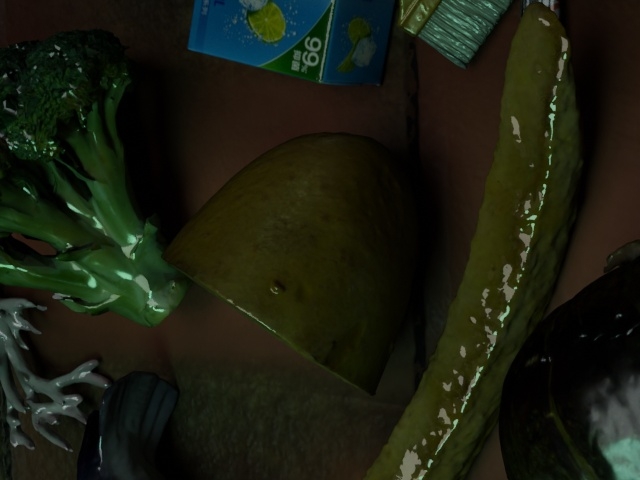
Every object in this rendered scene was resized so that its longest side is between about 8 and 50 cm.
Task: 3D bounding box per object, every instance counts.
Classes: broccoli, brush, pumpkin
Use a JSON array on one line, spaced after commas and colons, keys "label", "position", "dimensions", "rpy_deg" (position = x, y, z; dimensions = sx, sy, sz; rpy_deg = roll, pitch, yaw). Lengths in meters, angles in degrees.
[{"label": "broccoli", "position": [-0.208, -0.045, 1.015], "dimensions": [0.269, 0.254, 0.269], "rpy_deg": [23, 142, 19]}, {"label": "brush", "position": [0.036, -0.203, 0.839], "dimensions": [0.205, 0.011, 0.083], "rpy_deg": [33, 113, -7]}, {"label": "pumpkin", "position": [0.198, 0.073, 0.664], "dimensions": [0.159, 0.238, 0.238], "rpy_deg": [52, 122, 20]}]

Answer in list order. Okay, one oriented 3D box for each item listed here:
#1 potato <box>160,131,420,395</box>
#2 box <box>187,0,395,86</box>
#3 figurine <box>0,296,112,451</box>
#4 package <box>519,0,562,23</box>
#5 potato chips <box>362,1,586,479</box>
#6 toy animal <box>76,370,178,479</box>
[{"label": "potato", "position": [0.000, 0.000, 0.867], "dimensions": [0.178, 0.203, 0.158], "rpy_deg": [30, 87, 28]}, {"label": "box", "position": [-0.013, -0.220, 0.916], "dimensions": [0.139, 0.073, 0.194], "rpy_deg": [19, 105, 37]}, {"label": "figurine", "position": [-0.368, 0.154, 1.180], "dimensions": [0.284, 0.206, 0.316], "rpy_deg": [43, 125, 35]}, {"label": "package", "position": [0.146, -0.156, 0.823], "dimensions": [0.037, 0.015, 0.110], "rpy_deg": [2, 96, 10]}, {"label": "potato chips", "position": [0.107, 0.045, 0.838], "dimensions": [0.057, 0.080, 0.407], "rpy_deg": [42, 121, 48]}, {"label": "toy animal", "position": [-0.137, 0.261, 1.025], "dimensions": [0.185, 0.122, 0.298], "rpy_deg": [-31, 73, 37]}]
